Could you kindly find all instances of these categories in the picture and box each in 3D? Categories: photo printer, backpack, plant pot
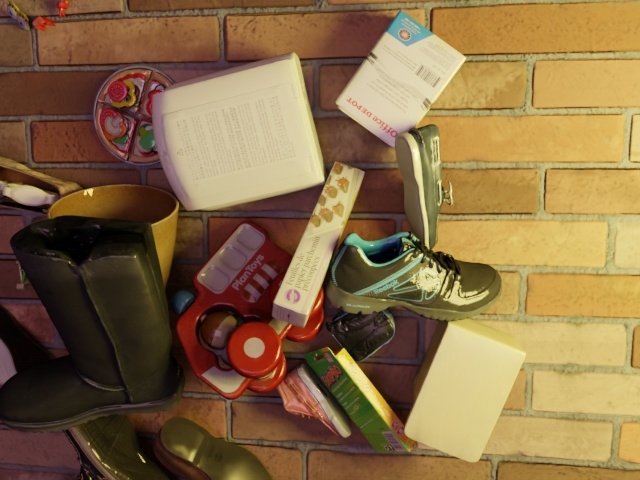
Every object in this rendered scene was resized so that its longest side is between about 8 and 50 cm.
[{"bbox_3d":[-0.163,-0.197,1.186,0.308,0.107,0.256,-13,102,9],"label":"photo printer"},{"bbox_3d":[0.089,0.167,1.224,0.114,0.084,0.105,-36,94,18],"label":"backpack"},{"bbox_3d":[-0.395,0.047,1.222,0.237,0.237,0.254,7,117,7],"label":"plant pot"}]

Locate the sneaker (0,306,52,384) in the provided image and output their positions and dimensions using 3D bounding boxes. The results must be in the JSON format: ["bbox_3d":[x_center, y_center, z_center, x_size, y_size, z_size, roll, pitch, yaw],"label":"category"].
[{"bbox_3d":[-0.675,0.277,1.344,0.290,0.106,0.123,47,107,14],"label":"sneaker"}]

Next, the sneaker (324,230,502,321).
[{"bbox_3d":[0.184,0.061,1.124,0.341,0.125,0.139,0,124,-14],"label":"sneaker"}]

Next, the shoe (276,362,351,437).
[{"bbox_3d":[-0.015,0.347,1.282,0.081,0.063,0.178,-38,87,13],"label":"shoe"}]

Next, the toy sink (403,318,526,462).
[{"bbox_3d":[0.270,0.276,1.193,0.153,0.131,0.234,20,99,5],"label":"toy sink"}]

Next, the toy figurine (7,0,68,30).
[{"bbox_3d":[-0.635,-0.585,1.142,0.191,0.217,0.362,-34,93,12],"label":"toy figurine"}]

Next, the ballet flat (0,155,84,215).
[{"bbox_3d":[-0.644,-0.113,1.274,0.316,0.106,0.107,10,100,7],"label":"ballet flat"}]

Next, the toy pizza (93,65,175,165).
[{"bbox_3d":[-0.370,-0.253,1.250,0.201,0.032,0.201,1,99,8],"label":"toy pizza"}]

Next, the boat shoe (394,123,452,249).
[{"bbox_3d":[0.197,-0.094,1.146,0.079,0.095,0.254,-21,118,-12],"label":"boat shoe"}]

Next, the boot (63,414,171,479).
[{"bbox_3d":[-0.505,0.515,1.326,0.284,0.138,0.377,-32,101,19],"label":"boot"}]

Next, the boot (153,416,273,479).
[{"bbox_3d":[-0.227,0.499,1.334,0.305,0.112,0.115,37,133,-4],"label":"boot"}]

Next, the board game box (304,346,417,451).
[{"bbox_3d":[0.075,0.316,1.238,0.259,0.124,0.039,50,59,-4],"label":"board game box"}]

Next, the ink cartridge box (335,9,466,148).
[{"bbox_3d":[0.146,-0.291,1.142,0.148,0.086,0.203,37,103,1],"label":"ink cartridge box"}]

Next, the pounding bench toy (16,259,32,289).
[{"bbox_3d":[-0.615,0.065,1.310,0.052,0.083,0.065,-3,99,9],"label":"pounding bench toy"}]

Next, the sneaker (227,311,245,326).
[{"bbox_3d":[-0.153,0.224,1.272,0.065,0.076,0.166,-34,93,13],"label":"sneaker"}]

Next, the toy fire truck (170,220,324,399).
[{"bbox_3d":[-0.144,0.135,1.183,0.254,0.169,0.302,34,71,15],"label":"toy fire truck"}]

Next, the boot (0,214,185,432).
[{"bbox_3d":[-0.447,0.158,1.083,0.367,0.146,0.445,-8,139,-9],"label":"boot"}]

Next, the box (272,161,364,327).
[{"bbox_3d":[0.000,0.000,1.122,0.063,0.067,0.324,20,59,5],"label":"box"}]
